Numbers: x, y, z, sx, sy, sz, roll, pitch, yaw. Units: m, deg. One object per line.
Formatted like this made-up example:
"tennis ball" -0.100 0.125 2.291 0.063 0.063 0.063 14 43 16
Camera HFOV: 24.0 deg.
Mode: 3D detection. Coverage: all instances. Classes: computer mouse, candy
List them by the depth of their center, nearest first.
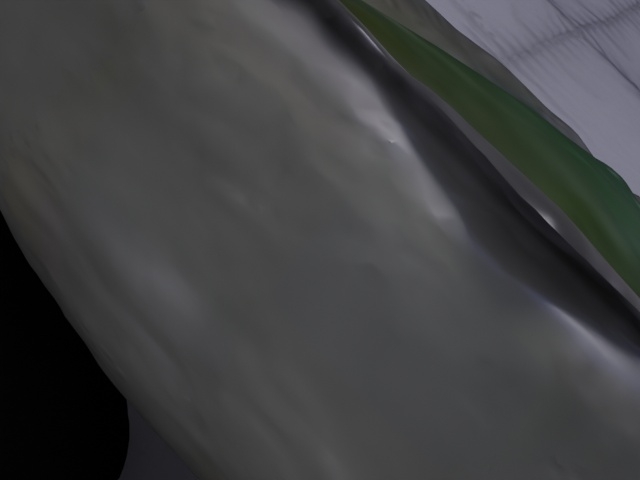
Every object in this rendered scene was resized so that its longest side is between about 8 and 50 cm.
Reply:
"candy" 0.048 0.040 0.543 0.427 0.186 0.386 45 9 30
"computer mouse" -0.164 0.012 0.550 0.264 0.088 0.147 15 35 -41
